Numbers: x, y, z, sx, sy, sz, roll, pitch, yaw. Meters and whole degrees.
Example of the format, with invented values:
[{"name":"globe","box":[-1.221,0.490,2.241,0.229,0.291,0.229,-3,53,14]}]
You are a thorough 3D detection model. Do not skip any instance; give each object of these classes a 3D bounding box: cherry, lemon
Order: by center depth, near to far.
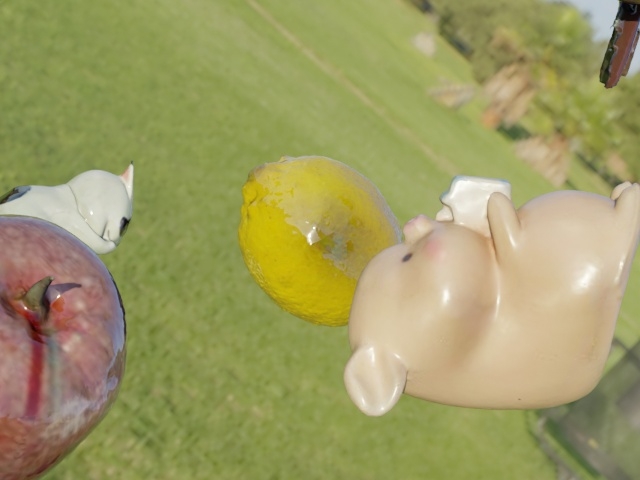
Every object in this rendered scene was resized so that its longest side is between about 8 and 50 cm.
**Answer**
[{"name":"cherry","box":[-0.269,0.093,1.179,0.213,0.285,0.236,47,48,7]},{"name":"lemon","box":[0.000,0.000,1.869,0.260,0.204,0.204,46,8,-15]}]

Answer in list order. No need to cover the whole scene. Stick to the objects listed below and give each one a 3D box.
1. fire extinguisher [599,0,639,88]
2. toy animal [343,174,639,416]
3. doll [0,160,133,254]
[{"name":"fire extinguisher","box":[0.189,-0.185,0.895,0.075,0.106,0.252,42,-10,21]},{"name":"toy animal","box":[0.153,0.048,1.292,0.256,0.213,0.195,3,8,9]},{"name":"doll","box":[-0.300,-0.021,1.682,0.181,0.110,0.107,-14,73,-29]}]
